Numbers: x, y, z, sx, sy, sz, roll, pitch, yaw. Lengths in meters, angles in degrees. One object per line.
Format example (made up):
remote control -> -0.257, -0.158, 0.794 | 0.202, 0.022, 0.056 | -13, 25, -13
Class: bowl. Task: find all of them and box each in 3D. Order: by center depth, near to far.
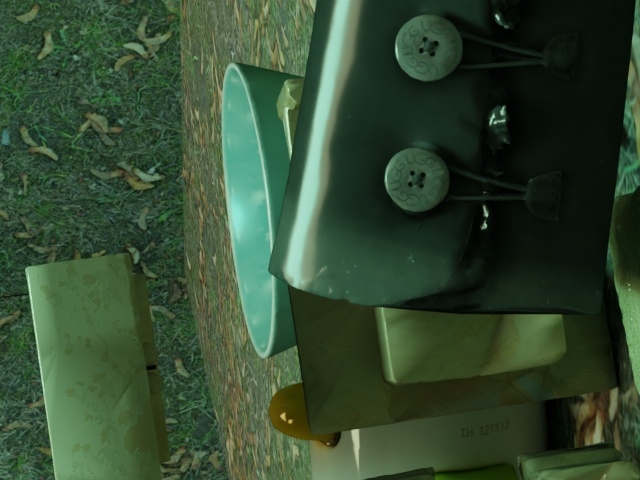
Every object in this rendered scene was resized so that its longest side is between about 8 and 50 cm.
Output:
bowl -> 0.000, -0.039, 2.032 | 0.311, 0.163, 0.311 | 174, 90, -81

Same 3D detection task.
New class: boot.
boot -> 0.016, -0.185, 1.187 | 0.146, 0.367, 0.445 | -47, -36, -66

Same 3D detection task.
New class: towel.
towel -> 0.214, 0.035, 1.233 | 0.110, 0.027, 0.148 | 132, 131, -76

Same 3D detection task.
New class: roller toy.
roller toy -> 0.083, 0.140, 1.556 | 0.191, 0.209, 0.146 | -27, -62, -56

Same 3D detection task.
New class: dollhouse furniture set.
dollhouse furniture set -> 0.003, 0.075, 1.396 | 0.256, 0.394, 0.362 | 147, 114, -84
